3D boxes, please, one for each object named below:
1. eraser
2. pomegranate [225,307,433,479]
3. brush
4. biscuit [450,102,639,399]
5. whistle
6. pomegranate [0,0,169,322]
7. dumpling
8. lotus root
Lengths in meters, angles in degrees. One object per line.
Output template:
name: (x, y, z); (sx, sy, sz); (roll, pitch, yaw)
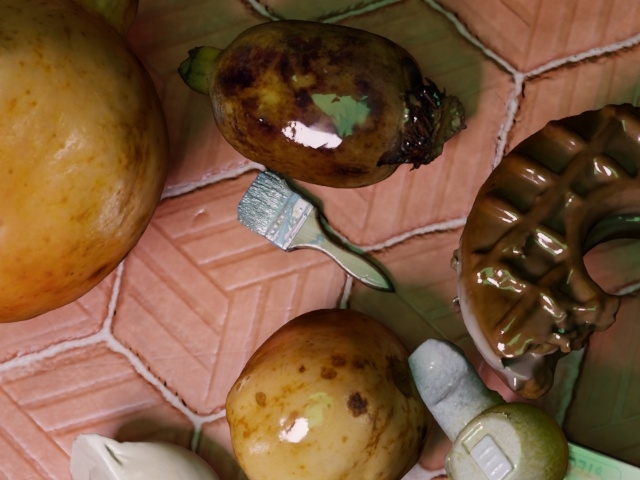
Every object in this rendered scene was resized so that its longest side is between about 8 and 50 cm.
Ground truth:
eraser: (0.265, 0.234, 1.819); (0.225, 0.095, 0.052); (20, 88, 12)
pomegranate: (0.000, 0.175, 1.826); (0.215, 0.215, 0.215); (0, 88, 12)
brush: (0.000, 0.000, 1.923); (0.196, 0.021, 0.070); (35, 94, 9)
biscuit: (0.301, -0.004, 1.764); (0.366, 0.115, 0.268); (-12, 61, -7)
whistle: (0.166, 0.187, 1.753); (0.123, 0.123, 0.223); (-42, 58, 7)
pomegranate: (-0.322, -0.122, 1.827); (0.410, 0.410, 0.410); (0, 88, 12)
dumpling: (-0.177, 0.291, 1.904); (0.229, 0.124, 0.151); (35, 133, 3)
lotus root: (-0.008, -0.146, 1.866); (0.314, 0.141, 0.169); (13, 86, 13)
